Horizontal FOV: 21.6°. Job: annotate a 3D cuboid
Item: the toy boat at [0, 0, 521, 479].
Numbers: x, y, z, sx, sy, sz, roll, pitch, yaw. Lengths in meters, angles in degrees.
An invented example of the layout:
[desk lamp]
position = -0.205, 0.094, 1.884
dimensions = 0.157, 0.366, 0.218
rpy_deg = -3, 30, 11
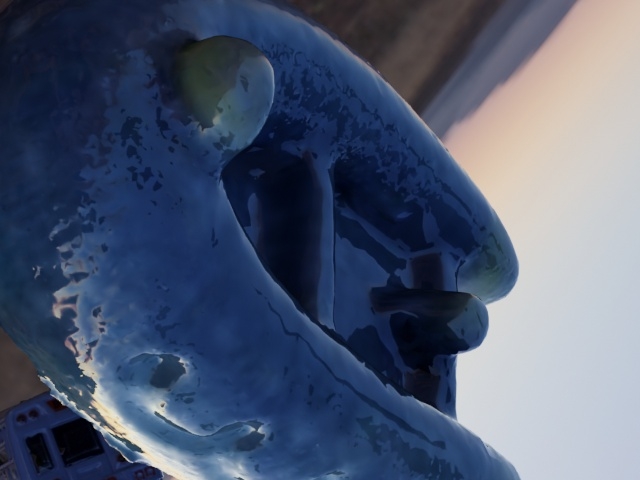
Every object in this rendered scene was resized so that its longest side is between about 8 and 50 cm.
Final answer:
[toy boat]
position = 0.000, 0.000, 0.675
dimensions = 0.123, 0.330, 0.215
rpy_deg = -20, -130, 34

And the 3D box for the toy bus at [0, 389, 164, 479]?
[toy bus]
position = -0.132, 0.113, 0.848
dimensions = 0.073, 0.076, 0.167
rpy_deg = -21, 176, -21
